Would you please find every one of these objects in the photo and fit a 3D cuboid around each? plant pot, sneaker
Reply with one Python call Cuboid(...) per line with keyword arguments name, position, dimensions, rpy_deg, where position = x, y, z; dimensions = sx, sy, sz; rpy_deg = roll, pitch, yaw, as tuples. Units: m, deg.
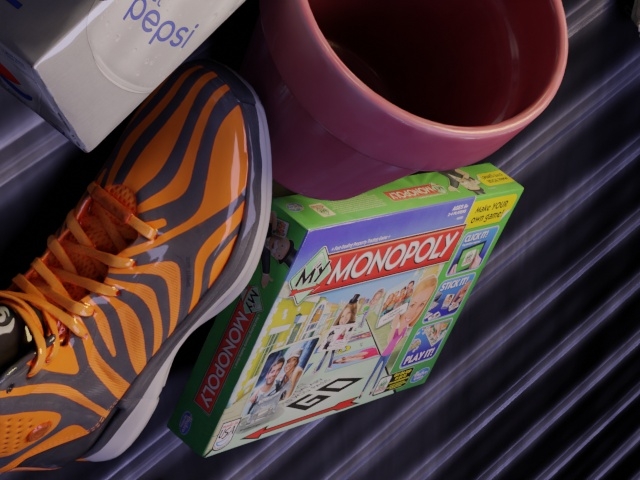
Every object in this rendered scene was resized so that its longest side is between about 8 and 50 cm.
Cuboid(name="plant pot", position=(0.034, -0.120, 1.116), dimensions=(0.201, 0.201, 0.180), rpy_deg=(-31, 175, -34))
Cuboid(name="sneaker", position=(-0.154, 0.030, 1.081), dimensions=(0.180, 0.124, 0.321), rpy_deg=(-6, 126, -54))

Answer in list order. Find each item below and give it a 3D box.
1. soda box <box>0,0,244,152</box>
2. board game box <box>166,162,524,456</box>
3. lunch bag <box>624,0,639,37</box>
Cuboid(name="soda box", position=(-0.081, -0.193, 0.977), dimensions=(0.286, 0.098, 0.091), rpy_deg=(-45, 150, -13))
Cuboid(name="board game box", position=(0.028, 0.049, 1.358), dimensions=(0.317, 0.046, 0.213), rpy_deg=(-12, 134, -53))
Cuboid(name="lunch bag", position=(0.466, -0.228, 1.532), dimensions=(0.256, 0.305, 0.212), rpy_deg=(-36, 144, -35))
